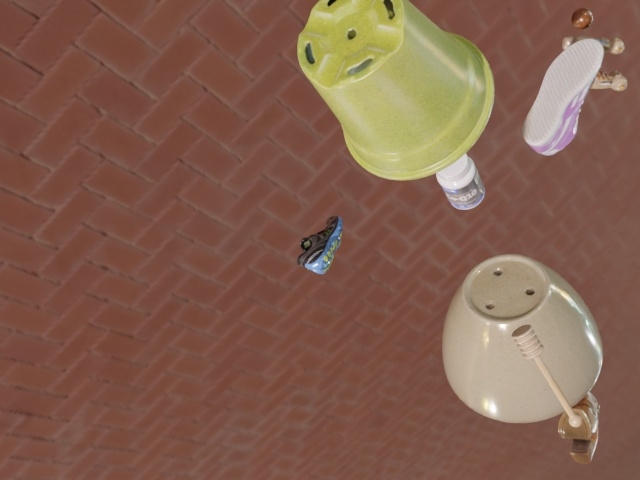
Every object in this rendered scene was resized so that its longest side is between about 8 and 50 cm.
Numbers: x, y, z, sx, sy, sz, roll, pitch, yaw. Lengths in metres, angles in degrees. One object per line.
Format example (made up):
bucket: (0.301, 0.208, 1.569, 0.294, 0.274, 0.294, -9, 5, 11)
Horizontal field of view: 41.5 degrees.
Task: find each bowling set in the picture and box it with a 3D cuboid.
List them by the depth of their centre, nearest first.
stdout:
bowling set: (0.710, -0.484, 2.156, 0.154, 0.287, 0.200, 5, 108, -2)

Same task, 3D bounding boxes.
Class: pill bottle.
pill bottle: (0.271, -0.122, 1.654, 0.078, 0.078, 0.137, -41, 147, 2)

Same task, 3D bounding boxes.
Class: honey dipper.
honey dipper: (0.307, 0.184, 1.125, 0.030, 0.161, 0.030, -32, -170, 7)

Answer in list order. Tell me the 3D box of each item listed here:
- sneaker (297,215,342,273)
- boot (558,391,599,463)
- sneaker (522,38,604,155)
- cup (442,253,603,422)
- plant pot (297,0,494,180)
sneaker: (0.000, 0.000, 1.772, 0.188, 0.078, 0.067, -62, 161, -54)
boot: (0.604, 0.401, 1.957, 0.152, 0.073, 0.197, -62, 145, -39)
sneaker: (0.588, -0.334, 2.014, 0.161, 0.102, 0.282, 22, 104, -54)
cup: (0.390, 0.163, 1.703, 0.331, 0.331, 0.237, -34, 136, -9)
plant pot: (0.101, -0.267, 1.332, 0.276, 0.276, 0.254, -46, 146, 9)
